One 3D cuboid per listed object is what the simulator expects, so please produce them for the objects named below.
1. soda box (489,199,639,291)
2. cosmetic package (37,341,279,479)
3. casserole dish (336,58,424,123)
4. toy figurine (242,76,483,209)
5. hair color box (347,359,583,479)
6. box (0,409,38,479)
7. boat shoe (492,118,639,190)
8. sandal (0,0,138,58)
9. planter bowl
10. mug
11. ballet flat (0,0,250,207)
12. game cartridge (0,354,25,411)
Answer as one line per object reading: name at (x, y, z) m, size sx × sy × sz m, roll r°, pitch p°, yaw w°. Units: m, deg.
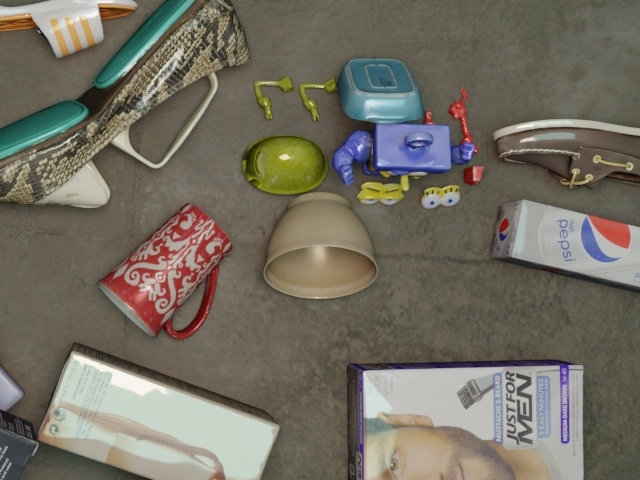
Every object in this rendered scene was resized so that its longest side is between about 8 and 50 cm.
soda box at (0.411, 0.013, 1.705) m, size 0.286 × 0.098 × 0.091 m, roll 13°, pitch 85°, yaw -11°
cosmetic package at (-0.222, 0.252, 1.532) m, size 0.296 × 0.153 × 0.129 m, roll 21°, pitch 85°, yaw -9°
casserole dish at (0.083, -0.215, 1.568) m, size 0.114 × 0.188 × 0.037 m, roll -1°, pitch 119°, yaw -5°
toy figurine at (0.086, -0.152, 1.578) m, size 0.362 × 0.217 × 0.191 m, roll 4°, pitch 87°, yaw -13°
hair color box at (0.213, 0.273, 1.649) m, size 0.338 × 0.110 × 0.185 m, roll 0°, pitch 89°, yaw -11°
box at (-0.464, 0.280, 1.412) m, size 0.158 × 0.093 × 0.156 m, roll 29°, pitch 89°, yaw -21°
boat shoe at (0.416, -0.125, 1.703) m, size 0.324 × 0.116 × 0.097 m, roll 1°, pitch 85°, yaw -18°
sandal at (-0.380, -0.286, 1.547) m, size 0.265 × 0.102 × 0.076 m, roll -8°, pitch 91°, yaw -4°
planter bowl at (0.000, 0.000, 1.597) m, size 0.162 × 0.162 × 0.109 m, roll 6°, pitch 60°, yaw -12°
mug at (-0.209, 0.046, 1.580) m, size 0.113 × 0.150 × 0.169 m, roll 35°, pitch 74°, yaw 28°
ballet flat at (-0.289, -0.157, 1.540) m, size 0.482 × 0.164 × 0.182 m, roll -39°, pitch 117°, yaw -12°
game cartridge at (-0.582, 0.139, 1.451) m, size 0.230 × 0.068 × 0.355 m, roll -41°, pitch 99°, yaw -4°
